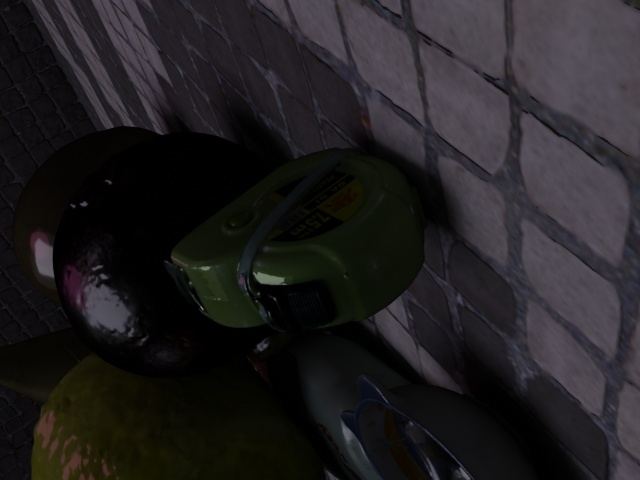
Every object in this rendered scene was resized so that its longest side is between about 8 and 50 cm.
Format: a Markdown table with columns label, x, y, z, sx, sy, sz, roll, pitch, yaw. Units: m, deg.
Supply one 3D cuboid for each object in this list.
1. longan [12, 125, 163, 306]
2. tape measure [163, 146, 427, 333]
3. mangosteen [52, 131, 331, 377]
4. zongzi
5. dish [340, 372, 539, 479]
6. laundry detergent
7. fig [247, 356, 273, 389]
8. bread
| label | x | y | z | sx | sy | sz | roll | pitch | yaw |
| --- | --- | --- | --- | --- | --- | --- | --- | --- | --- |
| longan | -0.344 | -0.026 | 1.360 | 0.361 | 0.361 | 0.361 | 52 | 166 | 19 |
| tape measure | 0.000 | 0.000 | 0.581 | 0.154 | 0.177 | 0.087 | 21 | 145 | 46 |
| mangosteen | -0.157 | 0.027 | 0.937 | 0.297 | 0.297 | 0.313 | 48 | 174 | 35 |
| zongzi | -0.368 | 0.278 | 1.362 | 0.447 | 0.418 | 0.181 | 110 | 147 | -48 |
| dish | 0.122 | 0.197 | 0.716 | 0.228 | 0.086 | 0.236 | 22 | 140 | 51 |
| laundry detergent | 0.046 | 0.213 | 0.988 | 0.264 | 0.124 | 0.398 | 56 | 166 | 0 |
| fig | -0.060 | 0.191 | 1.342 | 0.159 | 0.159 | 0.257 | 52 | -178 | 19 |
| bread | -0.181 | 0.310 | 1.035 | 0.307 | 0.348 | 0.348 | 32 | 152 | 52 |
